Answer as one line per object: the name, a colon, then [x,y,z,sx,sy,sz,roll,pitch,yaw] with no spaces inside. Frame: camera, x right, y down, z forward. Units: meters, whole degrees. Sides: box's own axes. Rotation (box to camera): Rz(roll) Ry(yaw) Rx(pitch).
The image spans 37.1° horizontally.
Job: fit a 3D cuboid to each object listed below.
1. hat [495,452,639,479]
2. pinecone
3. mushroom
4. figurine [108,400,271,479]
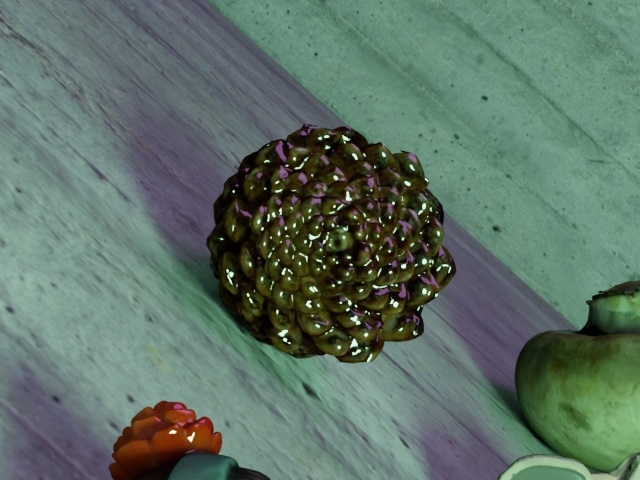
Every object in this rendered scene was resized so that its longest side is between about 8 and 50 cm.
hat: [0.242,0.300,0.805,0.219,0.226,0.164,-109,-170,-55]
pinecone: [0.000,0.000,0.873,0.221,0.221,0.221,39,13,-11]
mushroom: [0.437,0.185,1.298,0.352,0.352,0.260,4,77,-70]
figurine: [-0.007,0.188,0.447,0.245,0.110,0.138,42,10,-21]
